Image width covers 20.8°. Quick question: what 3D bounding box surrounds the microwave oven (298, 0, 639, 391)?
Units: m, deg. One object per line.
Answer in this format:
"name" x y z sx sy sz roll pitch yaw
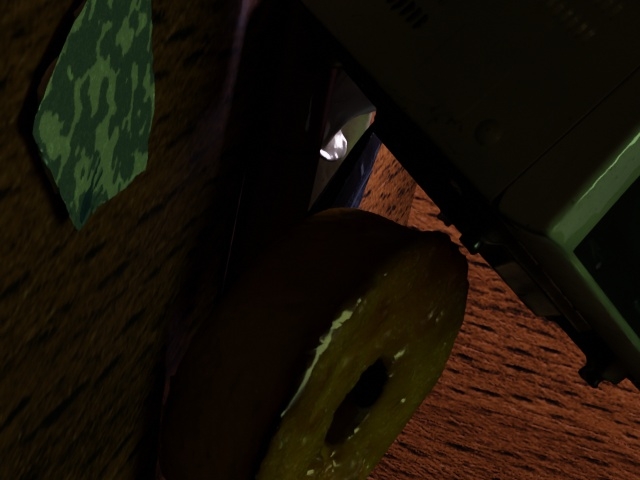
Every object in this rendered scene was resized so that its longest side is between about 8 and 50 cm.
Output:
"microwave oven" 0.192 -0.080 1.287 0.247 0.333 0.394 -43 146 2

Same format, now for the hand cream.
"hand cream" 0.000 0.000 1.474 0.120 0.061 0.270 -59 179 -35

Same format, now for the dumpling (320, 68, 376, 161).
"dumpling" 0.023 -0.153 1.409 0.169 0.100 0.134 -50 177 16

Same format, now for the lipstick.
"lipstick" -0.035 -0.033 1.371 0.057 0.057 0.357 -59 163 -67

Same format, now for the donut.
"donut" -0.010 0.107 1.338 0.303 0.110 0.303 -44 152 -30

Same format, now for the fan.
"fan" -0.109 -0.069 0.879 0.240 0.009 0.131 23 81 -83

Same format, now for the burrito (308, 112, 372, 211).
"burrito" 0.014 -0.100 1.621 0.082 0.059 0.275 -97 -165 -56
